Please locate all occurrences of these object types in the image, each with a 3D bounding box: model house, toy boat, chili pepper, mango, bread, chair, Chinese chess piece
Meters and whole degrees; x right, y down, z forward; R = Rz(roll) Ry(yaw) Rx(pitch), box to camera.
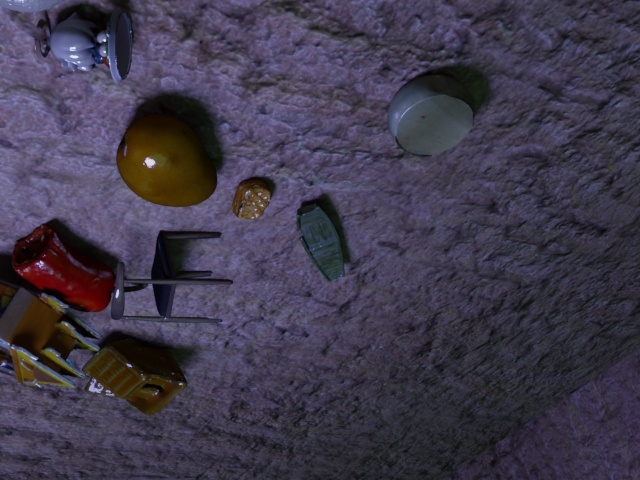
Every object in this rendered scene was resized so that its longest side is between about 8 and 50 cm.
[{"bbox_3d":[-0.541,0.379,2.024,0.239,0.173,0.268,25,124,-40],"label":"model house"},{"bbox_3d":[0.000,0.000,1.849,0.093,0.055,0.293,-19,141,3],"label":"toy boat"},{"bbox_3d":[-0.680,0.269,1.680,0.313,0.242,0.357,24,143,-3],"label":"model house"},{"bbox_3d":[-0.553,0.104,1.720,0.134,0.131,0.338,-31,138,13],"label":"chili pepper"},{"bbox_3d":[-0.315,-0.150,1.498,0.176,0.139,0.254,-12,148,5],"label":"mango"},{"bbox_3d":[-0.157,-0.092,1.693,0.083,0.044,0.110,4,135,-25],"label":"bread"},{"bbox_3d":[-0.366,0.092,1.746,0.272,0.166,0.188,-3,140,-23],"label":"chair"},{"bbox_3d":[0.238,-0.270,1.590,0.188,0.083,0.188,-8,143,-6],"label":"Chinese chess piece"}]

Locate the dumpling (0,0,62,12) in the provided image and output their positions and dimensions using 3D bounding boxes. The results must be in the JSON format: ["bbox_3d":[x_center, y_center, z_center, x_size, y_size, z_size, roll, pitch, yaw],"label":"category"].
[{"bbox_3d":[-0.456,-0.438,1.121,0.216,0.126,0.166,2,122,-16],"label":"dumpling"}]

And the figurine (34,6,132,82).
[{"bbox_3d":[-0.413,-0.342,1.265,0.154,0.132,0.132,4,139,-2],"label":"figurine"}]
